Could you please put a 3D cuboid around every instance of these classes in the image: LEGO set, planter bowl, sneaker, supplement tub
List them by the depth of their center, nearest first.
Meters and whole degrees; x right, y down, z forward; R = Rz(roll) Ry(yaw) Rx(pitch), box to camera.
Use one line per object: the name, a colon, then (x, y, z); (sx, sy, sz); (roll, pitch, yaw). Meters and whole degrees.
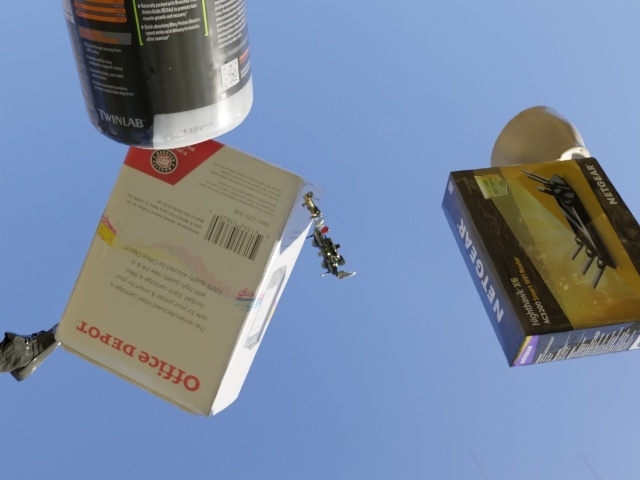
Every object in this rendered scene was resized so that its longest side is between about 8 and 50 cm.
supplement tub: (-0.106, -0.165, 0.445); (0.116, 0.191, 0.117); (0, -143, 0)
LEGO set: (0.000, 0.001, 0.529); (0.023, 0.054, 0.083); (-25, -149, -4)
planter bowl: (0.390, -0.138, 1.216); (0.162, 0.162, 0.109); (-21, -143, -16)
sneaker: (-0.563, 0.198, 1.345); (0.051, 0.089, 0.170); (-6, -141, 45)

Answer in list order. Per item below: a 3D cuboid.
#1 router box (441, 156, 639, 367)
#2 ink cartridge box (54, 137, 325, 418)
router box: (0.338, 0.018, 1.014); (0.242, 0.081, 0.309); (-7, -131, -10)
ink cartridge box: (-0.159, 0.026, 0.884); (0.226, 0.131, 0.306); (24, -84, 12)
